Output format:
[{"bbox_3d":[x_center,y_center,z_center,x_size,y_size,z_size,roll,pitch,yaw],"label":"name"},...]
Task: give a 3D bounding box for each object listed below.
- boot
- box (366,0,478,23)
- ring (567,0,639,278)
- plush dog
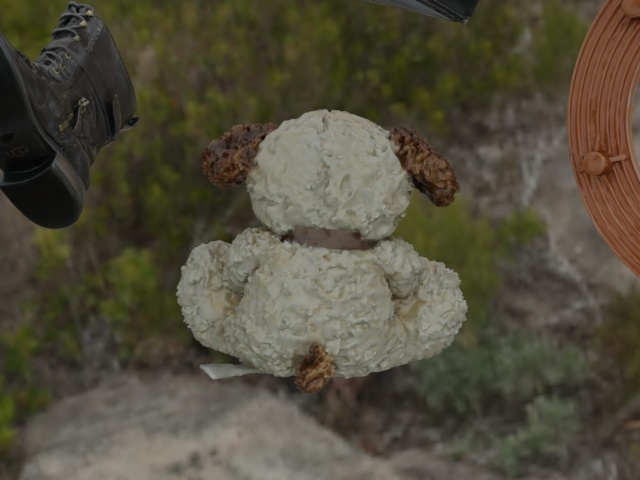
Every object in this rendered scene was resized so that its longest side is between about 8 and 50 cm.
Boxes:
[{"bbox_3d":[-0.268,-0.161,1.693,0.091,0.263,0.229,-9,37,21],"label":"boot"},{"bbox_3d":[0.044,-0.298,1.095,0.073,0.296,0.293,24,1,-37],"label":"box"},{"bbox_3d":[0.355,-0.099,1.453,0.336,0.337,0.032,6,5,33],"label":"ring"},{"bbox_3d":[0.000,0.000,1.502,0.262,0.225,0.210,3,9,3],"label":"plush dog"}]
